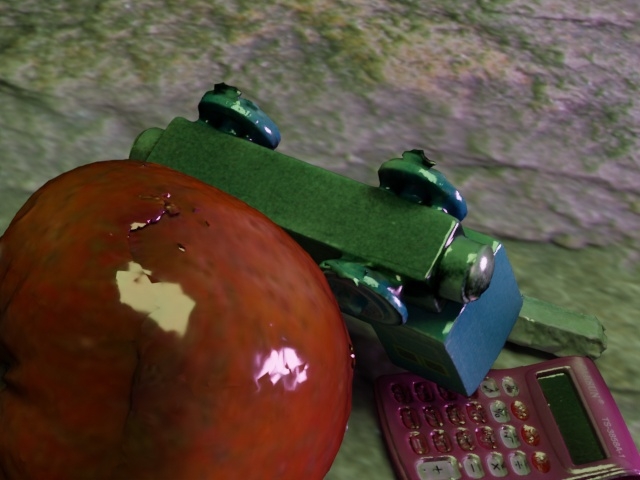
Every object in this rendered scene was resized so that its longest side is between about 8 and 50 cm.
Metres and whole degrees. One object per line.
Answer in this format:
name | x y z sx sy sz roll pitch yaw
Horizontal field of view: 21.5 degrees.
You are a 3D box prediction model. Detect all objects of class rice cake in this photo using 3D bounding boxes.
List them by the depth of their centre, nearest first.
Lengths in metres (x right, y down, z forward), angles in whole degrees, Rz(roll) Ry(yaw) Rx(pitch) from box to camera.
rice cake | 0.127 0.055 1.352 0.211 0.034 0.043 17 32 2

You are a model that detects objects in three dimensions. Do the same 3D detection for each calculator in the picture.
calculator | 0.139 0.143 1.259 0.191 0.034 0.126 -3 44 -13

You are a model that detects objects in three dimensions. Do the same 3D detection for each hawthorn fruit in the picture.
hawthorn fruit | -0.088 0.091 1.088 0.307 0.276 0.276 7 36 -43

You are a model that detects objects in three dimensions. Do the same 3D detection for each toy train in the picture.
toy train | 0.000 0.000 1.250 0.298 0.194 0.120 22 71 26
